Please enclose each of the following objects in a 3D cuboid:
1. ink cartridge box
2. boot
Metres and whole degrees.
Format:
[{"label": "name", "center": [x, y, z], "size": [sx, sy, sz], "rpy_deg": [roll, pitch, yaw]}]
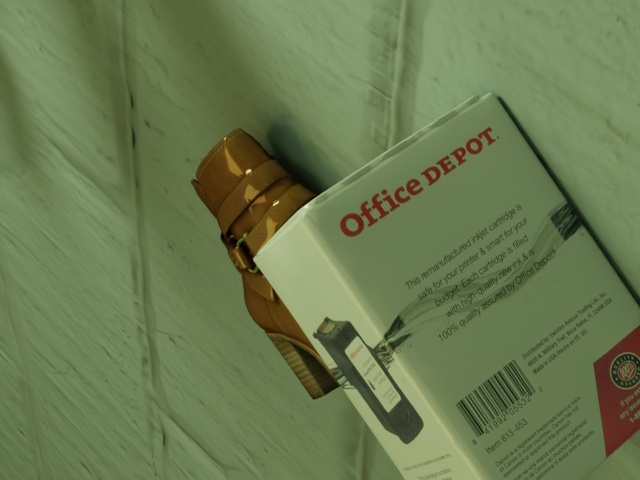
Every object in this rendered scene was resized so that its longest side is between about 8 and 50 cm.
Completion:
[{"label": "ink cartridge box", "center": [0.097, 0.050, 0.970], "size": [0.237, 0.172, 0.100], "rpy_deg": [55, 153, 1]}, {"label": "boot", "center": [0.000, 0.000, 1.172], "size": [0.220, 0.109, 0.283], "rpy_deg": [59, 160, 2]}]
